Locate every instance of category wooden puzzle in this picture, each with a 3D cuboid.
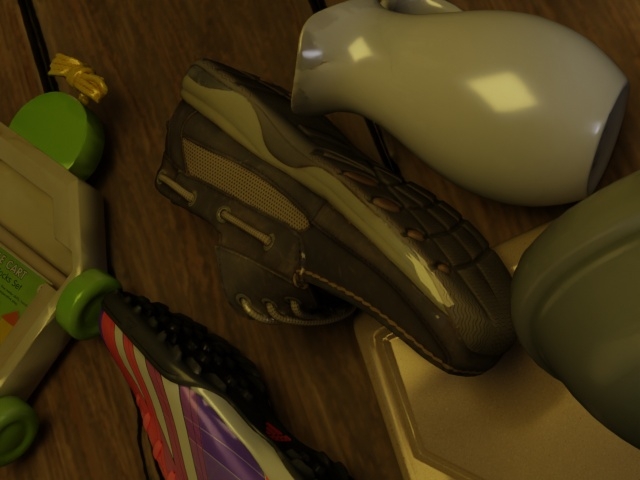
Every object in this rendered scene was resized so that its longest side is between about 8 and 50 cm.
[{"bbox_3d":[0.150,0.104,0.848,0.221,0.044,0.238,-25,59,15],"label":"wooden puzzle"}]

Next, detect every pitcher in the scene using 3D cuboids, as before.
[{"bbox_3d":[0.109,-0.114,0.901,0.207,0.125,0.178,21,40,18],"label":"pitcher"}]

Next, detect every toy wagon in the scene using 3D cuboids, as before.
[{"bbox_3d":[-0.272,0.009,1.059,0.267,0.068,0.344,33,87,30],"label":"toy wagon"}]

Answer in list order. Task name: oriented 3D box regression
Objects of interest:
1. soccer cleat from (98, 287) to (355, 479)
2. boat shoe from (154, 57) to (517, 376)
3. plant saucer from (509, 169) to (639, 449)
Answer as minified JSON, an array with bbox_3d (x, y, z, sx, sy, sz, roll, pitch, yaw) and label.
[{"bbox_3d":[-0.071,0.155,0.896,0.318,0.108,0.116,42,101,30],"label":"soccer cleat"},{"bbox_3d":[0.000,0.000,0.906,0.355,0.132,0.130,43,110,44],"label":"boat shoe"},{"bbox_3d":[0.284,0.068,0.576,0.400,0.400,0.100,-6,64,23],"label":"plant saucer"}]
